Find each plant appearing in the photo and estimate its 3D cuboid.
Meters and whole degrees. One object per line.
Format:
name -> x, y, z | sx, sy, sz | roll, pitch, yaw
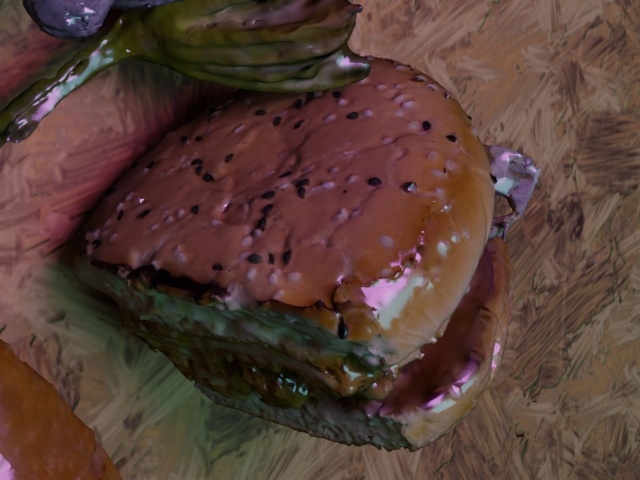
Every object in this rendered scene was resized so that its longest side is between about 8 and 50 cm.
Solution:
plant -> -0.130, -0.169, 1.042 | 0.333, 0.251, 0.180 | -17, 112, -15

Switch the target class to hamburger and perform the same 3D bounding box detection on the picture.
hamburger -> 0.000, 0.000, 1.113 | 0.277, 0.318, 0.195 | -56, 137, -31

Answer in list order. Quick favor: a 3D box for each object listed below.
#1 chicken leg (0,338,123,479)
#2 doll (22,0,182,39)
chicken leg -> -0.293, 0.120, 0.970 | 0.295, 0.182, 0.409 | -23, 110, -23
doll -> -0.167, -0.281, 0.881 | 0.246, 0.158, 0.340 | -38, 100, -18
